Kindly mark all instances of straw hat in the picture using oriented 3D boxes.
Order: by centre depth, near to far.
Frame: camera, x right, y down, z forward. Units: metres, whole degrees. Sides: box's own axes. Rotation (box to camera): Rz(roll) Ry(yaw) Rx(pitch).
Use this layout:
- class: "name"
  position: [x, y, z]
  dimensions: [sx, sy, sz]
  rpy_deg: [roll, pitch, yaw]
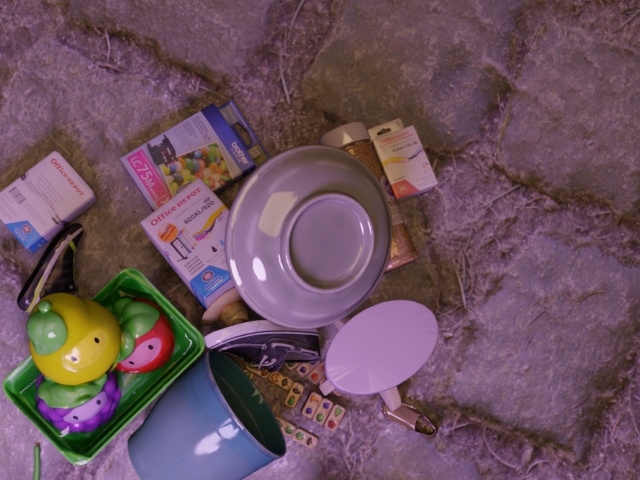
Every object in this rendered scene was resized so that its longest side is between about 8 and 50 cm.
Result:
- class: "straw hat"
  position: [-0.190, 0.164, 1.713]
  dimensions: [0.144, 0.144, 0.061]
  rpy_deg: [-39, 73, -13]

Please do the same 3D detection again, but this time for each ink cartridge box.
- class: "ink cartridge box"
  position: [-0.251, 0.019, 1.731]
  dimensions: [0.171, 0.168, 0.233]
  rpy_deg: [-39, 73, -13]
- class: "ink cartridge box"
  position: [-0.625, -0.087, 1.764]
  dimensions: [0.190, 0.082, 0.140]
  rpy_deg: [-41, 88, -14]
- class: "ink cartridge box"
  position: [-0.290, -0.193, 1.844]
  dimensions: [0.311, 0.065, 0.186]
  rpy_deg: [-33, 86, -14]
- class: "ink cartridge box"
  position: [0.191, -0.203, 1.908]
  dimensions: [0.115, 0.067, 0.198]
  rpy_deg: [-21, 83, -11]

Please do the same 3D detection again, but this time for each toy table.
- class: "toy table"
  position: [0.123, 0.256, 1.751]
  dimensions: [0.274, 0.161, 0.252]
  rpy_deg: [-18, 73, -17]

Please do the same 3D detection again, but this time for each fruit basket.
- class: "fruit basket"
  position: [-0.452, 0.238, 1.588]
  dimensions: [0.283, 0.392, 0.392]
  rpy_deg: [45, 77, 2]

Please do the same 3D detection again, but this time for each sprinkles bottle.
- class: "sprinkles bottle"
  position: [0.114, -0.099, 1.852]
  dimensions: [0.121, 0.121, 0.355]
  rpy_deg: [-21, 84, -11]

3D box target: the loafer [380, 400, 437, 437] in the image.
- class: "loafer"
  position: [0.210, 0.410, 1.808]
  dimensions: [0.148, 0.050, 0.056]
  rpy_deg: [25, 77, -3]

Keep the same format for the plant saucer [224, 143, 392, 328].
- class: "plant saucer"
  position: [0.000, 0.000, 1.643]
  dimensions: [0.400, 0.100, 0.401]
  rpy_deg: [-5, 101, -26]

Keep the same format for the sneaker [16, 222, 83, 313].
- class: "sneaker"
  position: [-0.587, 0.074, 1.757]
  dimensions: [0.097, 0.084, 0.235]
  rpy_deg: [35, 77, -25]

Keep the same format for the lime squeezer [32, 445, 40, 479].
- class: "lime squeezer"
  position: [-0.647, 0.602, 1.661]
  dimensions: [0.110, 0.059, 0.310]
  rpy_deg: [24, 77, 28]

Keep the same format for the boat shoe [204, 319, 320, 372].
- class: "boat shoe"
  position: [-0.117, 0.237, 1.704]
  dimensions: [0.301, 0.108, 0.102]
  rpy_deg: [7, 63, -47]

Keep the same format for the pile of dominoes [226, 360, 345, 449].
- class: "pile of dominoes"
  position: [-0.061, 0.343, 1.788]
  dimensions: [0.251, 0.040, 0.196]
  rpy_deg: [29, 77, -2]

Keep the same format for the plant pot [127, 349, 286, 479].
- class: "plant pot"
  position: [-0.254, 0.411, 1.647]
  dimensions: [0.255, 0.271, 0.272]
  rpy_deg: [-36, 86, 4]
